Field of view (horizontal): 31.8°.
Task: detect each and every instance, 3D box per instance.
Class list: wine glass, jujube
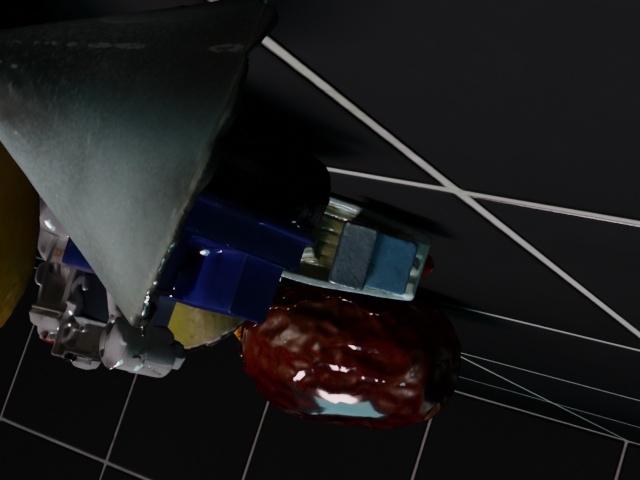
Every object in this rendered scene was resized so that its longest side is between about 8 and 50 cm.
[{"bbox_3d":[-0.146,-0.075,0.434,0.232,0.156,0.156,23,171,-8],"label":"wine glass"},{"bbox_3d":[0.029,0.127,1.253,0.243,0.183,0.183,14,171,29],"label":"jujube"}]

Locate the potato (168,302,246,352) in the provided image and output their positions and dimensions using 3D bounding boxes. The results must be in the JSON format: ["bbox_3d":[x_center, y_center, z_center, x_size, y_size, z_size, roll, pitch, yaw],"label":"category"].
[{"bbox_3d":[-0.155,0.005,1.022,0.202,0.182,0.117,14,129,18],"label":"potato"}]

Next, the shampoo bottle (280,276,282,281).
[{"bbox_3d":[-0.110,0.020,1.355,0.137,0.027,0.048,18,163,-2],"label":"shampoo bottle"}]

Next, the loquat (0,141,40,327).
[{"bbox_3d":[-0.277,-0.035,0.596,0.263,0.263,0.263,18,172,3],"label":"loquat"}]

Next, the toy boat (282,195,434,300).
[{"bbox_3d":[0.000,0.000,0.836,0.173,0.069,0.059,17,-174,5],"label":"toy boat"}]

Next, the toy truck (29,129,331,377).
[{"bbox_3d":[-0.109,-0.001,0.701,0.161,0.177,0.213,22,170,-33],"label":"toy truck"}]

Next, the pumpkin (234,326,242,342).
[{"bbox_3d":[-0.127,0.079,1.508,0.183,0.108,0.119,28,163,-12],"label":"pumpkin"}]
